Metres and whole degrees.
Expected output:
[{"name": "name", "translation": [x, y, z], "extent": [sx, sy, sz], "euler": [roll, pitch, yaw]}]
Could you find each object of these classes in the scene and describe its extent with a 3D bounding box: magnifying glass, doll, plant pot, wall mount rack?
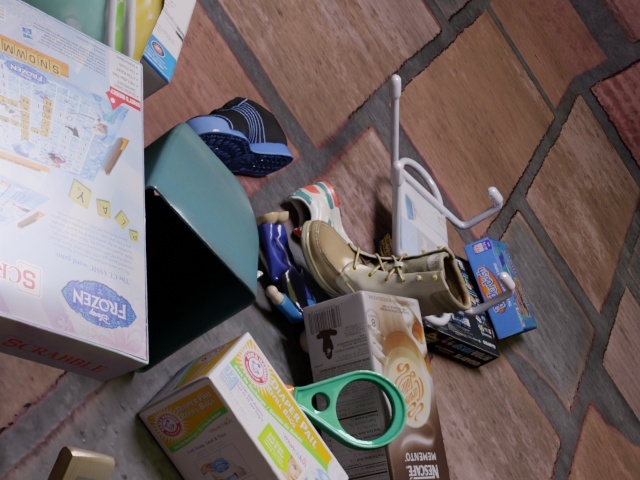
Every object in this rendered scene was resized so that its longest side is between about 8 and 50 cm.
[{"name": "magnifying glass", "translation": [-0.010, 0.184, 1.491], "extent": [0.231, 0.026, 0.092], "euler": [11, 70, -14]}, {"name": "doll", "translation": [-0.039, 0.058, 1.667], "extent": [0.189, 0.046, 0.129], "euler": [70, 19, 5]}, {"name": "plant pot", "translation": [-0.171, -0.016, 1.404], "extent": [0.165, 0.165, 0.234], "euler": [48, 23, -22]}, {"name": "wall mount rack", "translation": [0.159, -0.058, 1.914], "extent": [0.304, 0.130, 0.350], "euler": [41, 31, -29]}]

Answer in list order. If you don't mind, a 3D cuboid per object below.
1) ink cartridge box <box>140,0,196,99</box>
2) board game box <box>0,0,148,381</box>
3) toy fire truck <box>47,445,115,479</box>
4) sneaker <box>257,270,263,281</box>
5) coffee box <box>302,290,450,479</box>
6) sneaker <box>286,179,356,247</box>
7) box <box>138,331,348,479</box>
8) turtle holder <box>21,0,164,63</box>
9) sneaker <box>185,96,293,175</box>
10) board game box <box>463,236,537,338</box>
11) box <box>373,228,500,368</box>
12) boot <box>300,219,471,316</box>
[{"name": "ink cartridge box", "translation": [-0.244, -0.280, 1.603], "extent": [0.148, 0.086, 0.203], "euler": [46, 30, -27]}, {"name": "board game box", "translation": [-0.285, -0.069, 1.104], "extent": [0.319, 0.066, 0.318], "euler": [25, 51, -44]}, {"name": "toy fire truck", "translation": [-0.208, 0.262, 0.968], "extent": [0.217, 0.246, 0.158], "euler": [0, 64, -59]}, {"name": "sneaker", "translation": [-0.111, 0.051, 1.573], "extent": [0.044, 0.040, 0.109], "euler": [44, 24, 4]}, {"name": "coffee box", "translation": [0.070, 0.197, 1.615], "extent": [0.141, 0.098, 0.246], "euler": [11, 66, -54]}, {"name": "sneaker", "translation": [0.000, 0.000, 1.797], "extent": [0.075, 0.057, 0.161], "euler": [-16, 86, -35]}, {"name": "box", "translation": [-0.079, 0.219, 1.382], "extent": [0.203, 0.103, 0.114], "euler": [56, 28, -9]}, {"name": "turtle holder", "translation": [-0.256, -0.278, 1.369], "extent": [0.320, 0.243, 0.227], "euler": [-22, 102, -26]}, {"name": "sneaker", "translation": [-0.120, -0.144, 1.699], "extent": [0.232, 0.081, 0.090], "euler": [12, 51, -64]}, {"name": "board game box", "translation": [0.300, 0.080, 2.149], "extent": [0.160, 0.047, 0.210], "euler": [70, 14, 8]}, {"name": "box", "translation": [0.181, 0.090, 2.001], "extent": [0.220, 0.051, 0.175], "euler": [24, 43, -49]}, {"name": "boot", "translation": [0.086, 0.035, 1.699], "extent": [0.213, 0.165, 0.077], "euler": [51, 39, -33]}]
